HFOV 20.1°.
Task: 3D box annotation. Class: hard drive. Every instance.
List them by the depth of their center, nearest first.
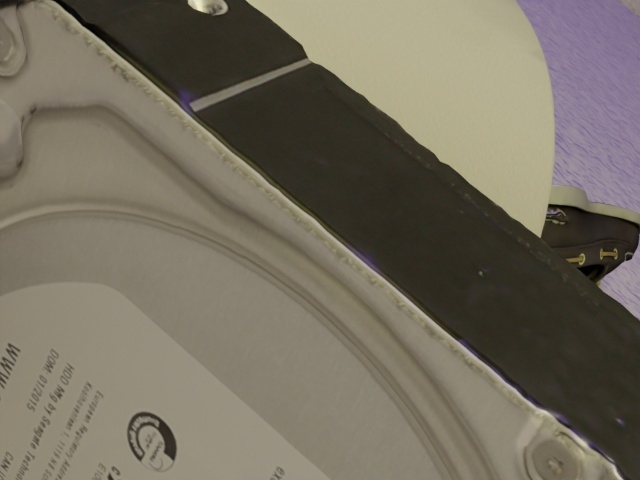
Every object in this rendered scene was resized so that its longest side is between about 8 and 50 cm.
[{"bbox_3d":[0.015,0.109,0.469,0.339,0.237,0.064,40,37,16],"label":"hard drive"}]

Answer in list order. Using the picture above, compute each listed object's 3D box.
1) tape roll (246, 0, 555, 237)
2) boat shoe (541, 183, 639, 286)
[{"bbox_3d":[-0.056,-0.034,0.693,0.169,0.246,0.246,22,25,-40],"label":"tape roll"},{"bbox_3d":[0.183,0.001,1.352,0.081,0.069,0.228,4,-4,28],"label":"boat shoe"}]
